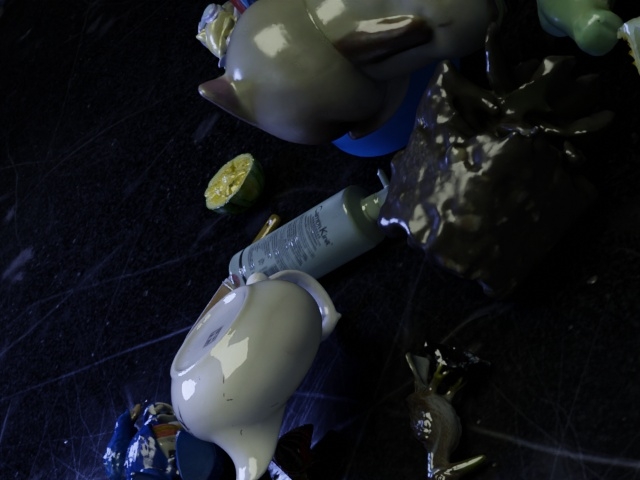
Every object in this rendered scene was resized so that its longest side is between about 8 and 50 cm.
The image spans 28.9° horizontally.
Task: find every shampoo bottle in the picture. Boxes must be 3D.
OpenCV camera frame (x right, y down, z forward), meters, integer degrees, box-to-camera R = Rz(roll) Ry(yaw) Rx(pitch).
[{"bbox_3d":[0.000,0.000,1.606,0.262,0.085,0.085,-30,39,31],"label":"shampoo bottle"}]

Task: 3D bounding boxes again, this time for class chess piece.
[{"bbox_3d":[0.357,-0.326,1.418,0.298,0.176,0.175,-42,31,43],"label":"chess piece"}]

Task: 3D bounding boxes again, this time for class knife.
[{"bbox_3d":[-0.132,0.070,1.770,0.256,0.022,0.046,-55,36,-3],"label":"knife"}]

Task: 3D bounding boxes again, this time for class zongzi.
[{"bbox_3d":[-0.028,0.259,1.432,0.067,0.073,0.083,-30,-1,6],"label":"zongzi"}]

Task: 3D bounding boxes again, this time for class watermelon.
[{"bbox_3d":[-0.121,-0.077,1.858,0.105,0.062,0.105,-37,27,23],"label":"watermelon"}]

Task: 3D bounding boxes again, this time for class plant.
[{"bbox_3d":[0.197,-0.085,1.341,0.188,0.199,0.276,24,83,52],"label":"plant"}]

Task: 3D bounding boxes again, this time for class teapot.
[{"bbox_3d":[-0.067,0.134,1.446,0.299,0.166,0.208,-49,-1,-45],"label":"teapot"}]

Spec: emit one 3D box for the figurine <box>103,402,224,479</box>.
[{"bbox_3d":[-0.188,0.269,1.574,0.164,0.120,0.262,-25,15,6],"label":"figurine"}]

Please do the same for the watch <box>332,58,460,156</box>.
[{"bbox_3d":[0.086,-0.267,1.658,0.305,0.241,0.274,-21,60,33],"label":"watch"}]

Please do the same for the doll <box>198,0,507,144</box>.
[{"bbox_3d":[0.056,-0.248,1.444,0.370,0.226,0.215,-40,13,21],"label":"doll"}]

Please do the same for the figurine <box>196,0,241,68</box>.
[{"bbox_3d":[-0.130,-0.344,2.072,0.184,0.128,0.208,-26,46,40],"label":"figurine"}]

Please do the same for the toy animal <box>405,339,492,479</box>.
[{"bbox_3d":[0.124,0.188,1.301,0.105,0.070,0.202,-39,38,42],"label":"toy animal"}]

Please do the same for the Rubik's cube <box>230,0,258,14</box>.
[{"bbox_3d":[-0.072,-0.536,1.856,0.313,0.318,0.316,-41,-9,-1],"label":"Rubik's cube"}]

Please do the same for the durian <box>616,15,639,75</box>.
[{"bbox_3d":[0.407,-0.171,1.189,0.252,0.139,0.144,17,78,56],"label":"durian"}]
